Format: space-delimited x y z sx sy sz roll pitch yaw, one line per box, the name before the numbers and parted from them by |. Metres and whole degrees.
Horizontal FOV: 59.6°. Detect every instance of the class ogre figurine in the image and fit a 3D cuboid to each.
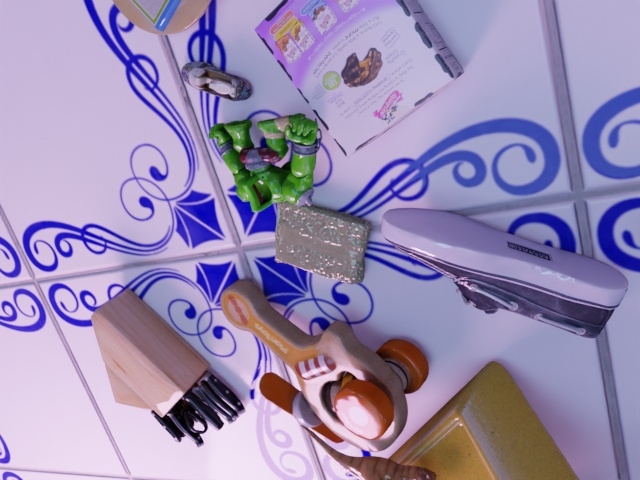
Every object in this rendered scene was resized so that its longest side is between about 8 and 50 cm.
ogre figurine | -0.075 -0.106 0.764 0.197 0.097 0.118 -1 111 23

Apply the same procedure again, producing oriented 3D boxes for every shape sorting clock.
shape sorting clock | -0.216 -0.380 0.734 0.206 0.040 0.206 12 120 21

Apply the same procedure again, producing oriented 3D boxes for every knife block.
knife block | -0.263 0.233 1.006 0.242 0.088 0.275 3 113 21

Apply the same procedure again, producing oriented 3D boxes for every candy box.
candy box | 0.046 -0.228 0.672 0.165 0.070 0.196 -32 97 31

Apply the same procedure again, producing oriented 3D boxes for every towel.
towel | 0.000 0.000 0.821 0.148 0.027 0.110 15 117 18

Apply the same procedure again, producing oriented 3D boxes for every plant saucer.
plant saucer | 0.203 0.391 0.762 0.332 0.081 0.332 -57 41 32

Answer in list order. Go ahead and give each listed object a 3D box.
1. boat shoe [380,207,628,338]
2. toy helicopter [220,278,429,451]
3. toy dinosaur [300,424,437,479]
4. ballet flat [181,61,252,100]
boat shoe | 0.214 0.043 0.708 0.301 0.108 0.102 17 117 8
toy helicopter | -0.023 0.196 0.885 0.355 0.140 0.235 37 132 17
toy dinosaur | 0.072 0.342 0.822 0.212 0.064 0.112 4 91 27
ballet flat | -0.152 -0.222 0.779 0.114 0.041 0.041 20 119 14
